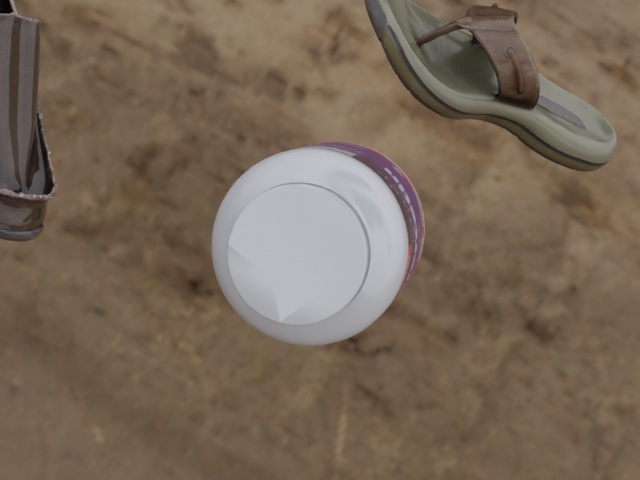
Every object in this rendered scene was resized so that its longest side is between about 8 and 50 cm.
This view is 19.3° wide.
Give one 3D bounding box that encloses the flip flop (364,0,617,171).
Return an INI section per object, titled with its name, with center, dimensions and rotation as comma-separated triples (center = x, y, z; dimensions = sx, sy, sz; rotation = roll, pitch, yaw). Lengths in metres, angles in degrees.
[flip flop]
center = 0.141, -0.136, 1.456
dimensions = 0.277, 0.080, 0.112
rotation = 24, 35, -33

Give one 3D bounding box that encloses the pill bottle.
[pill bottle]
center = 0.000, 0.000, 1.782
dimensions = 0.181, 0.181, 0.323
rotation = 33, 8, 3

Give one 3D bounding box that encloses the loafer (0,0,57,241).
[loafer]
center = -0.326, -0.162, 1.759
dimensions = 0.134, 0.130, 0.366
rotation = 8, 47, -41
